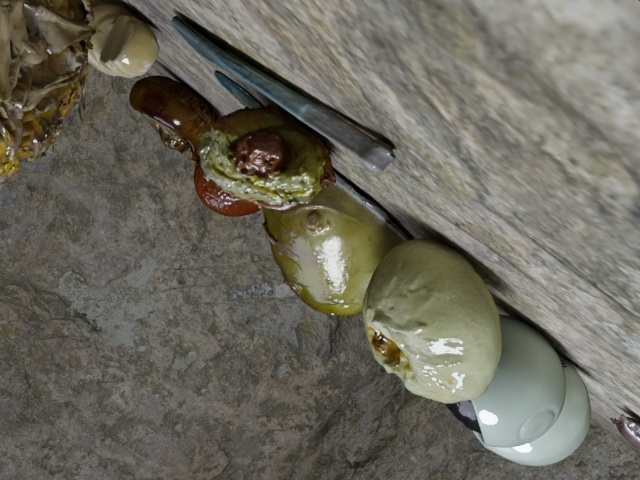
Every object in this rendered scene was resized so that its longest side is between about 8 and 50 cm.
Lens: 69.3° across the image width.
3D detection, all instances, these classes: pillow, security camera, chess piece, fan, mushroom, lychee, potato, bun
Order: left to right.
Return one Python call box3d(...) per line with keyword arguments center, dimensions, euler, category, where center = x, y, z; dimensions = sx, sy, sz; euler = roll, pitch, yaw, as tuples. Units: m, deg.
box3d(center=(-0.359, -0.334, 0.734), dimensions=(0.397, 0.117, 0.117), euler=(36, 180, 42), category="chess piece")
box3d(center=(-0.364, -0.315, 1.191), dimensions=(0.253, 0.153, 0.253), euler=(42, 173, 6), category="mushroom")
box3d(center=(-0.262, -0.193, 1.432), dimensions=(0.255, 0.255, 0.300), euler=(38, 154, 5), category="lychee")
box3d(center=(-0.076, -0.171, 0.637), dimensions=(0.175, 0.005, 0.113), euler=(39, 180, -3), category="fan")
box3d(center=(-0.042, -0.133, 0.408), dimensions=(0.282, 0.023, 0.057), euler=(40, 180, 28), category="fan")
box3d(center=(0.000, 0.000, 0.762), dimensions=(0.300, 0.196, 0.246), euler=(40, 179, -25), category="potato")
box3d(center=(0.118, 0.108, 0.577), dimensions=(0.222, 0.127, 0.222), euler=(167, 90, -72), category="bun")
box3d(center=(0.274, 0.210, 0.690), dimensions=(0.236, 0.194, 0.194), euler=(43, 178, -36), category="security camera")
box3d(center=(0.561, 0.349, 0.746), dimensions=(0.185, 0.043, 0.118), euler=(38, 179, 28), category="pillow")

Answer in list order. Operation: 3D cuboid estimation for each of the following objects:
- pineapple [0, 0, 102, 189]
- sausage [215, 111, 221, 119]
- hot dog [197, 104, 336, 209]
box3d(center=(-0.375, -0.187, 0.379), dimensions=(0.300, 0.352, 0.352), euler=(14, 180, 2), category="pineapple")
box3d(center=(-0.264, -0.316, 1.326), dimensions=(0.129, 0.034, 0.034), euler=(38, -179, -43), category="sausage")
box3d(center=(-0.050, -0.097, 0.529), dimensions=(0.146, 0.103, 0.213), euler=(17, -168, -3), category="hot dog")
